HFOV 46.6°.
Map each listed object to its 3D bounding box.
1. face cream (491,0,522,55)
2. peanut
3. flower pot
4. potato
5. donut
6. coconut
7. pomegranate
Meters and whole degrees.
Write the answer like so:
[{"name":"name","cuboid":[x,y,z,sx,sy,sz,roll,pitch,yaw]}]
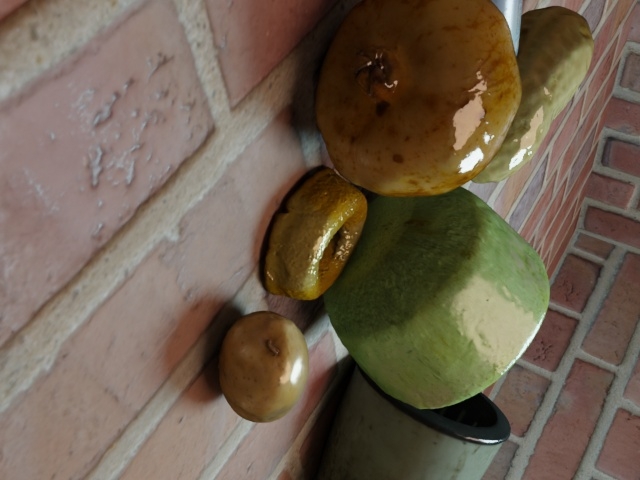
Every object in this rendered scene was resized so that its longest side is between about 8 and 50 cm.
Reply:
[{"name":"face cream","cuboid":[0.287,-0.388,1.189,0.075,0.075,0.229,-55,154,-26]},{"name":"peanut","cuboid":[0.361,-0.266,1.350,0.387,0.169,0.192,-54,163,-18]},{"name":"flower pot","cuboid":[0.142,0.403,1.338,0.293,0.293,0.330,-4,118,-64]},{"name":"potato","cuboid":[-0.067,0.153,0.882,0.109,0.118,0.178,-19,154,-14]},{"name":"donut","cuboid":[0.000,0.000,0.938,0.178,0.065,0.162,-55,154,-28]},{"name":"coconut","cuboid":[0.174,0.084,1.079,0.328,0.281,0.329,24,54,-38]},{"name":"pomegranate","cuboid":[0.106,-0.165,0.826,0.248,0.248,0.248,-47,149,-39]}]
